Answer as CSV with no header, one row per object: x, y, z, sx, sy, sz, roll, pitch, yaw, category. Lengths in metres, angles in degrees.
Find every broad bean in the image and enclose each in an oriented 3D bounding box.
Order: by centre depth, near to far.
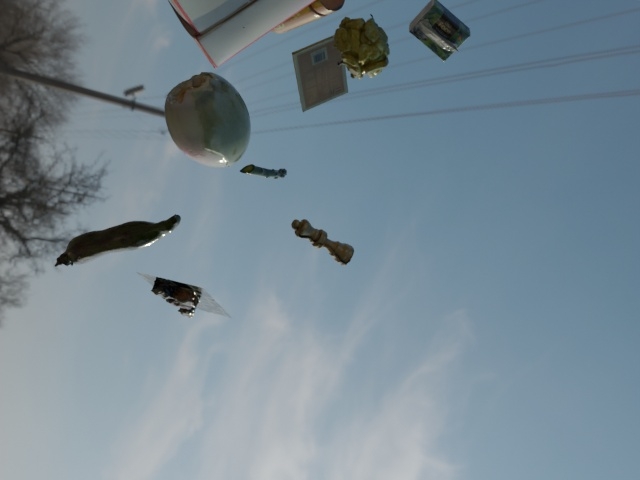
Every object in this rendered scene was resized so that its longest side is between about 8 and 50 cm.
-0.434,0.001,1.413,0.339,0.077,0.061,-13,-103,22,broad bean

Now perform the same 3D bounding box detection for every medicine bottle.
-0.043,-0.537,1.538,0.192,0.096,0.096,-2,-101,46,medicine bottle

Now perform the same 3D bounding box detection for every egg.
-0.243,-0.256,1.518,0.183,0.217,0.183,-19,-145,14,egg

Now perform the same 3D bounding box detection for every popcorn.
0.106,-0.530,1.866,0.173,0.168,0.195,-50,-164,18,popcorn

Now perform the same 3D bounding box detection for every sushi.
-0.259,0.121,1.301,0.201,0.139,0.031,66,38,-65,sushi

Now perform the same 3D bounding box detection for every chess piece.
0.001,-0.001,1.679,0.060,0.172,0.060,-47,-155,30,chess piece

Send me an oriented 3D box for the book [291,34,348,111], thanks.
0.002,-0.525,2.139,0.018,0.170,0.242,58,-13,33,book

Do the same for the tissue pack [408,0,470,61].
0.265,-0.464,1.518,0.085,0.111,0.079,-43,-159,33,tissue pack

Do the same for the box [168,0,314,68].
-0.169,-0.547,1.132,0.312,0.300,0.314,-33,-122,3,box

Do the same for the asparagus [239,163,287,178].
-0.130,-0.168,1.682,0.034,0.236,0.027,46,-72,14,asparagus
